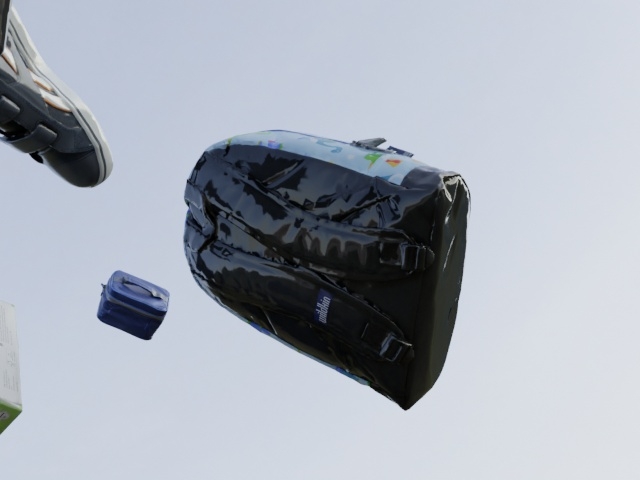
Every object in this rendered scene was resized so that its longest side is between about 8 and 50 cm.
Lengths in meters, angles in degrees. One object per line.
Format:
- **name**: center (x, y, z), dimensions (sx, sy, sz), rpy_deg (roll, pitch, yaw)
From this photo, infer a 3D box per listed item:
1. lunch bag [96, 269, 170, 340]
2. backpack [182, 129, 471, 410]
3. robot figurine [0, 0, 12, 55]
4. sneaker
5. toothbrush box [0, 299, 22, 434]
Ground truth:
- **lunch bag**: center (-0.258, 0.083, 2.074), dimensions (0.098, 0.067, 0.065), rpy_deg (24, -67, -14)
- **backpack**: center (0.000, 0.000, 1.814), dimensions (0.273, 0.355, 0.290), rpy_deg (-37, -44, -62)
- **robot figurine**: center (-0.420, -0.226, 1.592), dimensions (0.209, 0.278, 0.173), rpy_deg (10, -12, -1)
- **sneaker**: center (-0.405, -0.180, 1.969), dimensions (0.126, 0.321, 0.127), rpy_deg (-17, 24, 45)
- **toothbrush box**: center (-0.526, 0.220, 2.010), dimensions (0.122, 0.206, 0.283), rpy_deg (27, -61, -32)
